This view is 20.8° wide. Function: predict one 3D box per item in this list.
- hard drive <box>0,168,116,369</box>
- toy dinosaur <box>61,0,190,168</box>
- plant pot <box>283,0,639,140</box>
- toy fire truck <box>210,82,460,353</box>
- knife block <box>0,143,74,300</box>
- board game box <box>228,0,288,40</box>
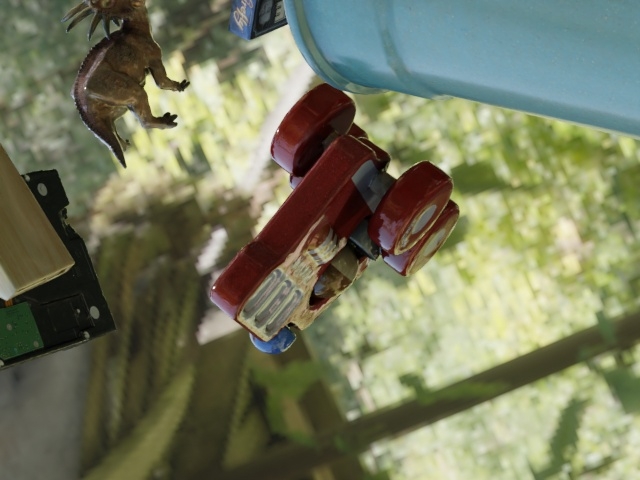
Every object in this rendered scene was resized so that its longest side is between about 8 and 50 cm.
[{"bbox_3d":[-0.412,0.045,2.183,0.339,0.064,0.237,-19,-93,-61],"label":"hard drive"},{"bbox_3d":[-0.300,-0.247,2.505,0.200,0.127,0.296,42,-127,-41],"label":"toy dinosaur"},{"bbox_3d":[0.202,-0.235,1.403,0.334,0.341,0.341,23,160,31],"label":"plant pot"},{"bbox_3d":[0.000,0.000,1.807,0.169,0.254,0.302,40,176,14],"label":"toy fire truck"},{"bbox_3d":[-0.401,-0.088,1.920,0.275,0.088,0.242,21,125,36],"label":"knife block"},{"bbox_3d":[-0.029,-0.392,2.464,0.243,0.042,0.165,-31,-39,-46],"label":"board game box"}]
